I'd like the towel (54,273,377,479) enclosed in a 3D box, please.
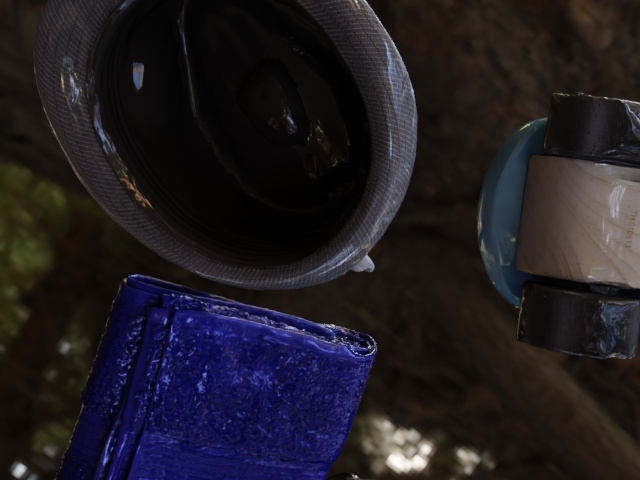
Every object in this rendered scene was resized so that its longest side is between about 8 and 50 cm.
[{"bbox_3d":[-0.095,0.196,1.293,0.308,0.228,0.076,-70,-155,11],"label":"towel"}]

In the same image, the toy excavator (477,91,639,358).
[{"bbox_3d":[0.326,-0.017,1.602,0.445,0.433,0.222,-160,-103,-72],"label":"toy excavator"}]

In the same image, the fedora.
[{"bbox_3d":[-0.052,-0.103,1.140,0.244,0.275,0.124,-43,-176,22],"label":"fedora"}]

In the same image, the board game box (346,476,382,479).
[{"bbox_3d":[0.138,0.379,1.522,0.141,0.232,0.291,1,-96,58],"label":"board game box"}]

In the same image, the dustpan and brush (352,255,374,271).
[{"bbox_3d":[0.000,0.000,1.612,0.147,0.211,0.060,4,-117,31],"label":"dustpan and brush"}]

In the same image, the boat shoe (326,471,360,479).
[{"bbox_3d":[-0.029,0.388,1.980,0.132,0.130,0.355,-26,-161,32],"label":"boat shoe"}]
